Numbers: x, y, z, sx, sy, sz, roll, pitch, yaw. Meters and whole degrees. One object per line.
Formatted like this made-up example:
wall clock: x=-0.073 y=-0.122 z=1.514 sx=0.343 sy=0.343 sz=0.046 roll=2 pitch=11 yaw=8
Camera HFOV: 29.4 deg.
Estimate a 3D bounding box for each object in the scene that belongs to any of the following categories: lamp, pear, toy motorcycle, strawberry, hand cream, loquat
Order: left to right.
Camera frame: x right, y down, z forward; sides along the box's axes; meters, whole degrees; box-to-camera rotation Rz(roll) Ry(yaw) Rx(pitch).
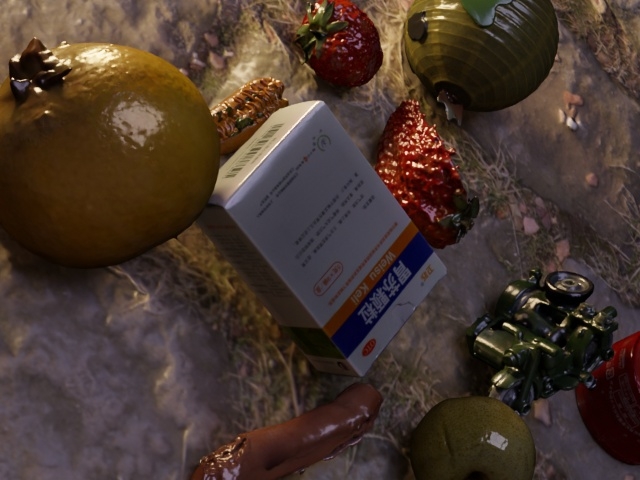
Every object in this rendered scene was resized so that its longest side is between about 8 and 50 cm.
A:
loquat: x=-0.262 y=-0.109 z=1.403 sx=0.275 sy=0.275 sz=0.275 roll=19 pitch=54 yaw=-28
strawberry: x=0.039 y=-0.296 z=1.842 sx=0.148 sy=0.131 sz=0.131 roll=13 pitch=56 yaw=-22
strawberry: x=0.136 y=-0.086 z=1.789 sx=0.106 sy=0.175 sz=0.236 roll=-19 pitch=36 yaw=-12
pear: x=0.198 y=0.278 z=1.589 sx=0.167 sy=0.167 sz=0.136 roll=33 pitch=36 yaw=-17
lamp: x=0.246 y=-0.301 z=1.934 sx=0.250 sy=0.250 sz=0.284 roll=32 pitch=68 yaw=-18
toy motorcycle: x=0.299 y=0.138 z=1.735 sx=0.275 sy=0.127 sz=0.205 roll=-25 pitch=36 yaw=-31
hand cream: x=0.499 y=0.237 z=1.863 sx=0.193 sy=0.125 sz=0.193 roll=18 pitch=57 yaw=-29

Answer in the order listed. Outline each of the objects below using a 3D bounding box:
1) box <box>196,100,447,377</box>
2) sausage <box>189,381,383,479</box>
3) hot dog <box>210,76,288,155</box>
box: x=0.000 y=0.000 z=1.551 sx=0.200 sy=0.106 sz=0.299 roll=-49 pitch=114 yaw=-25
sausage: x=-0.039 y=0.250 z=1.484 sx=0.304 sy=0.078 sz=0.078 roll=-19 pitch=76 yaw=-41
hot dog: x=-0.104 y=-0.177 z=1.706 sx=0.072 sy=0.055 sz=0.188 roll=48 pitch=47 yaw=-1
